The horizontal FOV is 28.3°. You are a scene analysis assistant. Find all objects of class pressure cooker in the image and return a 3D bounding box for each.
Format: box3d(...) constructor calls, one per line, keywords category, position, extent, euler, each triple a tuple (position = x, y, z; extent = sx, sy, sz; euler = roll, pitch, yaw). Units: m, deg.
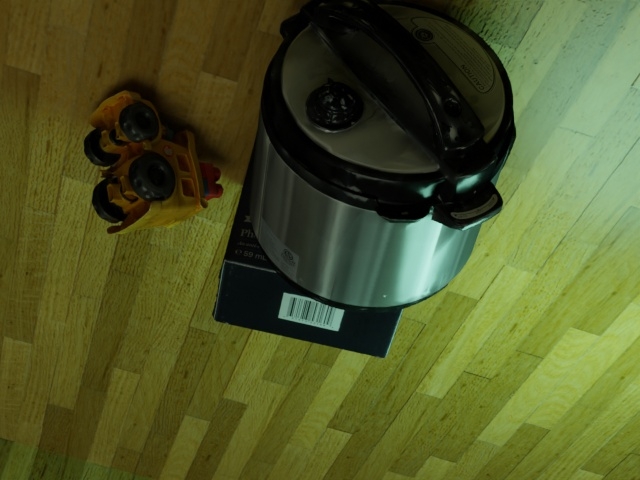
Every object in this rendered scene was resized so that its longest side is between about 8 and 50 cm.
box3d(category="pressure cooker", position=(0.088, -0.137, 1.833), extent=(0.370, 0.375, 0.420), euler=(13, 144, 3))

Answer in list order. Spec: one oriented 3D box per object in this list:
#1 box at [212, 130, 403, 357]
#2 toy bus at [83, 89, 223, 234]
box3d(category="box", position=(0.000, 0.000, 2.096), extent=(0.296, 0.294, 0.182), euler=(12, 141, -2))
box3d(category="toy bus", position=(-0.266, -0.128, 2.121), extent=(0.211, 0.220, 0.149), euler=(-2, 164, -41))
